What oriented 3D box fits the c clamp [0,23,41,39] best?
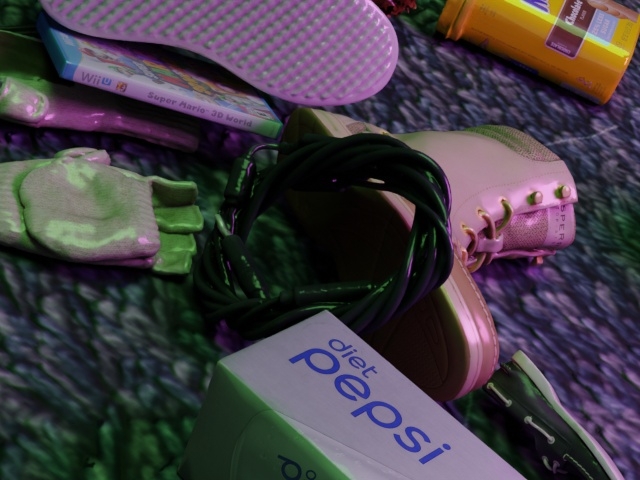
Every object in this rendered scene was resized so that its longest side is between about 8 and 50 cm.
[{"bbox_3d":[-0.234,-0.188,1.239,0.160,0.022,0.137,-16,55,-45],"label":"c clamp"}]

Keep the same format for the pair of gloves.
[{"bbox_3d":[-0.176,-0.068,1.084,0.204,0.042,0.240,14,36,-14],"label":"pair of gloves"}]

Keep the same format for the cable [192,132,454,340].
[{"bbox_3d":[0.000,0.000,0.994,0.184,0.047,0.151,14,64,36],"label":"cable"}]

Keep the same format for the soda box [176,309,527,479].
[{"bbox_3d":[0.059,0.166,0.852,0.286,0.091,0.098,40,38,24],"label":"soda box"}]

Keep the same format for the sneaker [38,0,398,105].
[{"bbox_3d":[-0.083,-0.190,1.220,0.282,0.102,0.161,17,12,-16],"label":"sneaker"}]

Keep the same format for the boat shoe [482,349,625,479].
[{"bbox_3d":[0.149,0.125,1.008,0.125,0.038,0.046,52,2,29],"label":"boat shoe"}]

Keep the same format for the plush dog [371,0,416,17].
[{"bbox_3d":[0.008,-0.263,1.374,0.262,0.211,0.225,4,43,22],"label":"plush dog"}]

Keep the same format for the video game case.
[{"bbox_3d":[-0.118,-0.121,1.155,0.166,0.015,0.119,15,20,-24],"label":"video game case"}]

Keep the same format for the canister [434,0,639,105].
[{"bbox_3d":[0.203,-0.201,1.457,0.170,0.073,0.126,26,34,2],"label":"canister"}]

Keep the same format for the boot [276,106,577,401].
[{"bbox_3d":[0.105,0.003,1.107,0.203,0.095,0.262,1,37,-32],"label":"boot"}]
